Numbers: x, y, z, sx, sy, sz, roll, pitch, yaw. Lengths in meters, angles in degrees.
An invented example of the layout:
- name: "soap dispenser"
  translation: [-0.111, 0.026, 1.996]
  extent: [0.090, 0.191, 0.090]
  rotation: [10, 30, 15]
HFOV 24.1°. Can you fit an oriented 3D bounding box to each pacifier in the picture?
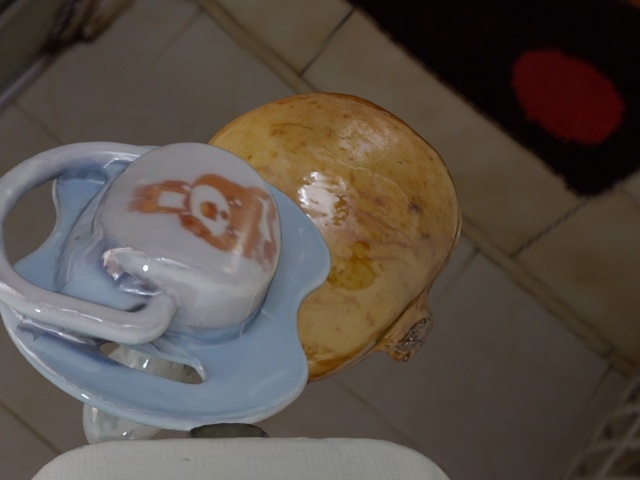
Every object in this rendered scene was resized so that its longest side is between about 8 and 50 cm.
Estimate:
- name: "pacifier"
  translation: [-0.118, 0.050, 0.986]
  extent: [0.227, 0.279, 0.207]
  rotation: [16, 125, -1]

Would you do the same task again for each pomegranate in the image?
- name: "pomegranate"
  translation: [0.000, 0.000, 1.191]
  extent: [0.248, 0.248, 0.248]
  rotation: [27, 147, 19]

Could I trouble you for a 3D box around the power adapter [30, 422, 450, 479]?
- name: "power adapter"
  translation: [-0.020, 0.121, 0.389]
  extent: [0.125, 0.205, 0.130]
  rotation: [0, 109, -6]
